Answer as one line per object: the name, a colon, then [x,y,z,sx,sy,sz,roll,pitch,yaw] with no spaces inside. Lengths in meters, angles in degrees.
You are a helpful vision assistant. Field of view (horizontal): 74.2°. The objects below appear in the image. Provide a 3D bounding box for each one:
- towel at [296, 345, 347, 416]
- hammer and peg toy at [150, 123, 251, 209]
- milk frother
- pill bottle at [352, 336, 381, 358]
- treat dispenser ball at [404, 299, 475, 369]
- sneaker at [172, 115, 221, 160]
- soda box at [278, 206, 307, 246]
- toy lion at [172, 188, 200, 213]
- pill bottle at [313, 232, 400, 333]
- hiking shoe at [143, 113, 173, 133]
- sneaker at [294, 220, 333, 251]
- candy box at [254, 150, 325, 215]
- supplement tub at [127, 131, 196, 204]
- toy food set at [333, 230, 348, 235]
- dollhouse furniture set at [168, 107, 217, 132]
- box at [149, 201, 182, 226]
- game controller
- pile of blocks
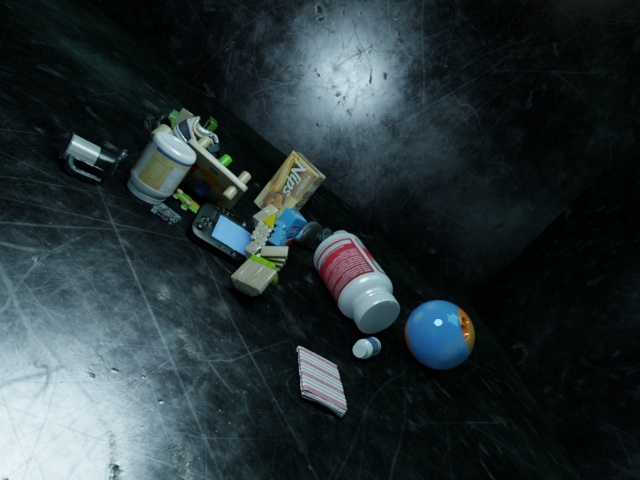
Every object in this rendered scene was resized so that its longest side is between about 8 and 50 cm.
towel: [-0.003,0.382,1.165,0.144,0.029,0.197,34,14,-19]
hammer and peg toy: [-0.436,-0.269,1.542,0.361,0.127,0.266,42,-24,-10]
milk frother: [-0.640,-0.246,1.202,0.135,0.143,0.129,29,26,-41]
pill bottle: [0.159,0.375,1.473,0.067,0.067,0.120,47,17,25]
treat dispenser ball: [0.504,0.398,1.796,0.288,0.288,0.288,37,16,-12]
sneaker: [-0.476,-0.370,1.793,0.321,0.128,0.126,57,9,-23]
soda box: [-0.149,-0.018,1.577,0.067,0.210,0.071,19,25,-52]
toy lion: [-0.464,-0.131,1.508,0.100,0.034,0.096,48,10,26]
pill bottle: [0.144,0.167,1.709,0.229,0.229,0.407,27,20,-39]
hiking shoe: [-0.689,-0.500,1.835,0.086,0.114,0.227,19,26,-54]
sneaker: [0.000,0.000,2.029,0.139,0.125,0.341,48,19,22]
candy box: [-0.147,-0.239,1.990,0.183,0.316,0.088,46,17,18]
supplement tub: [-0.508,-0.228,1.350,0.144,0.199,0.144,37,17,-13]
toy food set: [0.174,0.113,2.098,0.306,0.092,0.219,43,25,-33]
dollhouse furniture set: [-0.662,-0.630,2.184,0.198,0.151,0.301,31,18,-29]
box: [-0.487,-0.084,1.337,0.083,0.018,0.067,38,16,-8]
game controller: [-0.281,0.000,1.422,0.319,0.067,0.166,34,51,-22]
pile of blocks: [-0.166,0.045,1.356,0.149,0.112,0.362,3,47,8]
